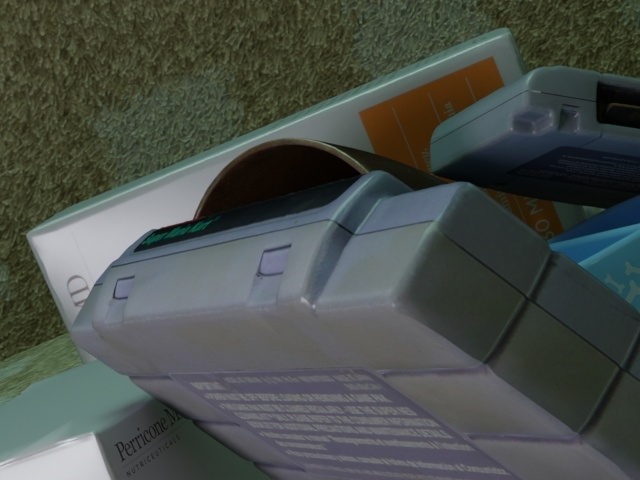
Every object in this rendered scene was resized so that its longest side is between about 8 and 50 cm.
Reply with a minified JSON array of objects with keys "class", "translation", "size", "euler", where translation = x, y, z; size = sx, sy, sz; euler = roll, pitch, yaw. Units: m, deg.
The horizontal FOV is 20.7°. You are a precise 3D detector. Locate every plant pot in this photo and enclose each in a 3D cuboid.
[{"class":"plant pot","translation":[0.051,0.028,1.345],"size":[0.215,0.215,0.230],"euler":[-19,-9,38]}]

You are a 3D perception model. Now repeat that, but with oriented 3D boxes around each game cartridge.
[{"class":"game cartridge","translation":[0.044,0.069,0.675],"size":[0.068,0.230,0.355],"euler":[-54,16,-18]},{"class":"game cartridge","translation":[0.247,-0.069,1.353],"size":[0.297,0.062,0.198],"euler":[7,-9,-20]}]

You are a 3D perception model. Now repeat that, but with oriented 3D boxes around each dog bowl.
[{"class":"dog bowl","translation":[0.205,0.028,1.230],"size":[0.297,0.074,0.166],"euler":[-27,6,-34]}]

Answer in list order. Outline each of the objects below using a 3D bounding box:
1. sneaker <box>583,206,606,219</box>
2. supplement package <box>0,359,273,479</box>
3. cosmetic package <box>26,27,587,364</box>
[{"class":"sneaker","translation":[0.334,-0.083,1.718],"size":[0.282,0.102,0.161],"euler":[-25,2,-21]},{"class":"supplement package","translation":[-0.112,0.150,0.928],"size":[0.204,0.145,0.262],"euler":[-21,6,24]},{"class":"cosmetic package","translation":[0.000,0.000,1.558],"size":[0.453,0.230,0.161],"euler":[-23,6,9]}]
